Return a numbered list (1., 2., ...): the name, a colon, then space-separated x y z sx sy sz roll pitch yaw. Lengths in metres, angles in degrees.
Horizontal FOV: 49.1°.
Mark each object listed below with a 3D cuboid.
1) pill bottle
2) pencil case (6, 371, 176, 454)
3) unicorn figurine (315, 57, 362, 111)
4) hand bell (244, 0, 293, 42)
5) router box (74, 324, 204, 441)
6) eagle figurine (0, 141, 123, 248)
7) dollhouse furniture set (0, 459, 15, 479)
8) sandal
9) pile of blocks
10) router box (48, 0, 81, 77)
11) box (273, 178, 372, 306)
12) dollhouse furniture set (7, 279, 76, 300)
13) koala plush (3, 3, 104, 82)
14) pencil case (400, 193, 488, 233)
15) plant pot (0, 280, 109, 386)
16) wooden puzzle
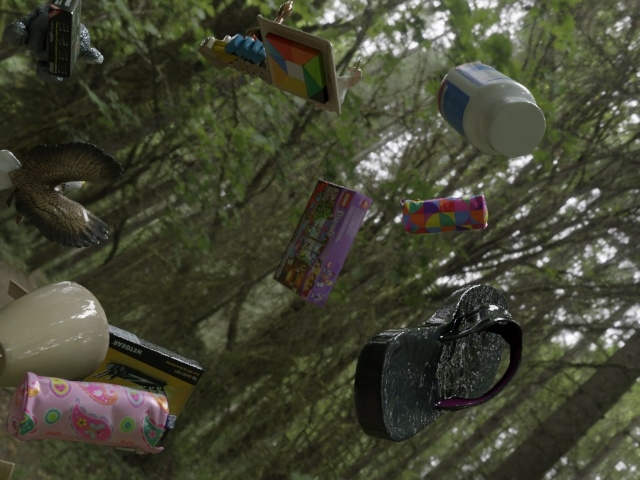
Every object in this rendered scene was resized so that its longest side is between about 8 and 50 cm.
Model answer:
1. pill bottle: 0.285 -0.216 1.173 0.221 0.124 0.124 -109 177 -62
2. pencil case: -0.422 0.323 1.295 0.284 0.124 0.124 19 1 -31
3. unicorn figurine: 0.051 -0.424 1.923 0.111 0.162 0.060 18 4 25
4. hand bell: -0.130 -0.664 2.148 0.126 0.242 0.126 14 -38 12
5. router box: -0.520 0.402 1.961 0.309 0.243 0.081 29 0 -32
6. eagle figurine: -0.654 -0.133 1.731 0.298 0.225 0.226 17 -42 33
7. dollhouse furniture set: -0.612 0.512 1.363 0.182 0.161 0.101 16 -8 -9
8. sandal: 0.198 0.167 0.954 0.107 0.446 0.167 -1 -83 33
9. pile of blocks: -0.143 -0.510 1.898 0.362 0.112 0.149 18 -29 1
10. router box: -0.427 -0.348 1.169 0.092 0.038 0.122 -96 -160 -49
11. box: 0.000 0.000 1.775 0.057 0.293 0.201 25 0 -32
12. dollhouse furniture set: -0.798 0.163 2.015 0.123 0.151 0.144 34 -54 9
13. koala plush: -0.718 -0.565 1.952 0.221 0.203 0.196 16 -29 42
14. pencil case: 0.334 -0.074 1.905 0.236 0.104 0.104 -1 -48 16
15. plant pot: -0.687 0.243 1.651 0.256 0.256 0.274 55 19 6
16. wooden puzzle: -0.055 -0.424 1.716 0.239 0.044 0.221 31 -25 26
